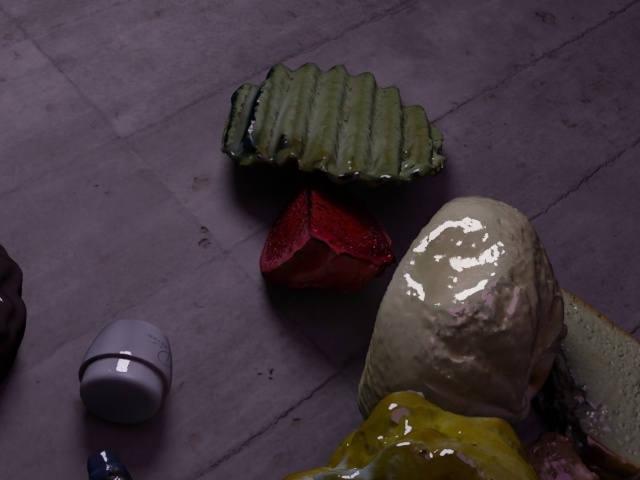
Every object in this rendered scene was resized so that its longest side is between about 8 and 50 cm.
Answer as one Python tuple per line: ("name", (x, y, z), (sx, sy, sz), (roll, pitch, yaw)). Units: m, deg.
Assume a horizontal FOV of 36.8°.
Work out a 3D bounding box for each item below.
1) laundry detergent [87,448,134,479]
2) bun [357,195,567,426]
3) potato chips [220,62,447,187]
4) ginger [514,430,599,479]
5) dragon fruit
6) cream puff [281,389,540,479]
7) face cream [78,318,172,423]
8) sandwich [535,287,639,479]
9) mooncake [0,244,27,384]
("laundry detergent", (-0.216, 0.373, 1.093), (0.215, 0.105, 0.280), (-19, 64, -31))
("bun", (0.205, 0.123, 1.294), (0.227, 0.352, 0.349), (26, 88, 15))
("potato chips", (0.030, -0.189, 1.559), (0.358, 0.070, 0.429), (13, 30, 0))
("ginger", (0.306, 0.343, 1.297), (0.157, 0.102, 0.216), (-31, 73, 0))
("dragon fruit", (0.000, 0.000, 1.422), (0.189, 0.163, 0.262), (-23, 27, 14))
("cream puff", (0.105, 0.357, 1.105), (0.378, 0.275, 0.378), (-2, 80, 12))
("face cream", (-0.246, 0.167, 1.230), (0.117, 0.117, 0.104), (15, 44, -8))
("sandwich", (0.381, 0.209, 1.424), (0.288, 0.100, 0.254), (37, 51, 9))
("mooncake", (-0.507, 0.087, 1.188), (0.283, 0.141, 0.283), (11, 51, -14))
